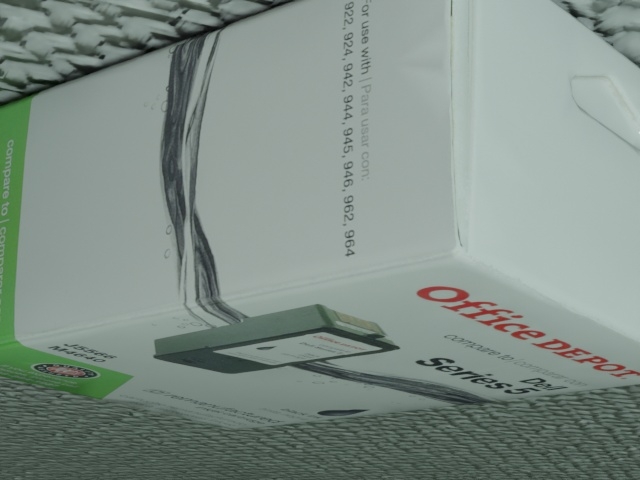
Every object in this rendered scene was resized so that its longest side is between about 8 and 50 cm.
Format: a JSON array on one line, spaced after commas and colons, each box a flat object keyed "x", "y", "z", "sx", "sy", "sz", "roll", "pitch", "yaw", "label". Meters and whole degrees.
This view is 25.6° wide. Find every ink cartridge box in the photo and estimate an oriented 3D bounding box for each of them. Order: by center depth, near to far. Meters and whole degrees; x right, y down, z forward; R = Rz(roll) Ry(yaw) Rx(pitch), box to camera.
[{"x": 0.000, "y": 0.000, "z": 0.592, "sx": 0.273, "sy": 0.115, "sz": 0.198, "roll": -12, "pitch": 158, "yaw": 37, "label": "ink cartridge box"}]
